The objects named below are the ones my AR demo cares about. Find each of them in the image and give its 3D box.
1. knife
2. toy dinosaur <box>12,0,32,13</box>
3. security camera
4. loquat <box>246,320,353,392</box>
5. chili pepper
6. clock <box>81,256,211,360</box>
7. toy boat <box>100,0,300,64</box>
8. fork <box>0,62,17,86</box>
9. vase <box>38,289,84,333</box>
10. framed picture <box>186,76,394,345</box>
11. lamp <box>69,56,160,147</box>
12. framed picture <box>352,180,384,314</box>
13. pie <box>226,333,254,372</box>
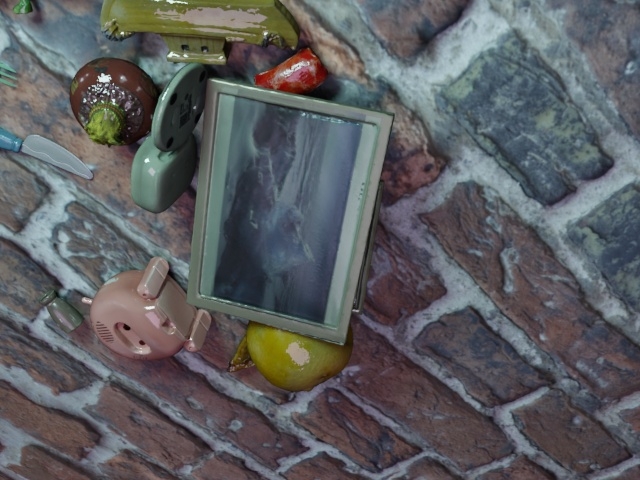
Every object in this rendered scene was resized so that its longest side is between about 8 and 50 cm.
[{"bbox_3d":[-0.562,-0.182,1.192,0.244,0.032,0.058,19,116,-14],"label":"knife"},{"bbox_3d":[-0.571,-0.506,0.937,0.448,0.087,0.300,2,118,1],"label":"toy dinosaur"},{"bbox_3d":[-0.268,-0.182,1.068,0.080,0.157,0.301,28,136,5],"label":"security camera"},{"bbox_3d":[-0.040,0.200,1.299,0.244,0.243,0.243,2,125,3],"label":"loquat"},{"bbox_3d":[-0.049,-0.280,1.053,0.123,0.070,0.073,-26,92,23],"label":"chili pepper"},{"bbox_3d":[-0.406,0.181,1.366,0.241,0.142,0.227,-19,121,21],"label":"clock"},{"bbox_3d":[-0.194,-0.349,1.004,0.322,0.089,0.121,6,131,-1],"label":"toy boat"},{"bbox_3d":[-0.660,-0.322,1.104,0.235,0.021,0.039,13,121,-3],"label":"fork"},{"bbox_3d":[-0.603,0.164,1.421,0.053,0.053,0.100,-25,115,21],"label":"vase"},{"bbox_3d":[-0.071,-0.041,1.100,0.326,0.028,0.445,12,112,7],"label":"framed picture"},{"bbox_3d":[-0.360,-0.236,1.067,0.157,0.135,0.157,-17,120,15],"label":"lamp"},{"bbox_3d":[0.000,0.000,1.194,0.217,0.017,0.274,8,95,-1],"label":"framed picture"},{"bbox_3d":[-0.155,0.250,1.458,0.088,0.033,0.191,14,125,-24],"label":"pie"}]
